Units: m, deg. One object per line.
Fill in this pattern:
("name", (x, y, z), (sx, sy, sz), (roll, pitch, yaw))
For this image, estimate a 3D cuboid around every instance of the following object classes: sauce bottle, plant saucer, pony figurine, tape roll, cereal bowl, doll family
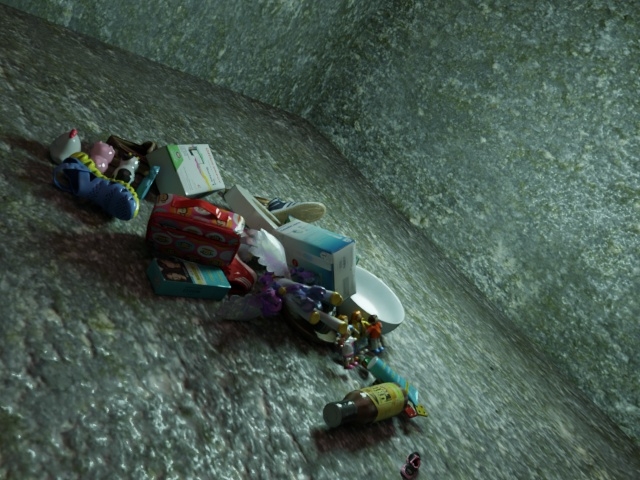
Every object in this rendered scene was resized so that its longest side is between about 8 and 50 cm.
("sauce bottle", (0.141, 0.507, 1.621), (0.345, 0.111, 0.111), (7, 36, -52))
("plant saucer", (-0.032, 0.277, 1.921), (0.278, 0.041, 0.277), (30, 23, -14))
("pony figurine", (-0.116, 0.162, 1.692), (0.364, 0.302, 0.351), (21, -5, 35))
("tape roll", (-0.224, -0.070, 2.118), (0.392, 0.072, 0.392), (45, 2, -2))
("cereal bowl", (0.162, 0.254, 2.120), (0.339, 0.141, 0.339), (31, 22, -14))
("doll family", (0.111, 0.335, 1.861), (0.263, 0.119, 0.163), (-15, 98, -50))

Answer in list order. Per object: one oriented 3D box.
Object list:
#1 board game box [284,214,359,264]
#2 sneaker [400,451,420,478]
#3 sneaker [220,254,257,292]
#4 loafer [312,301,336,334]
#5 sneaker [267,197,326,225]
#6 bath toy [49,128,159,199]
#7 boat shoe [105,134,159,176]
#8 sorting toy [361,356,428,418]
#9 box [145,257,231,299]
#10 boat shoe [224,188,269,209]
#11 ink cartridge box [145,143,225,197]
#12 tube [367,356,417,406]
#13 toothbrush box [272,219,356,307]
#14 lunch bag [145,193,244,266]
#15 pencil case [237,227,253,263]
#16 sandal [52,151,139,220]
("board game box", (0.000, 0.000, 2.213), (0.318, 0.046, 0.213), (27, 8, -11))
("sneaker", (0.284, 0.664, 1.589), (0.047, 0.057, 0.119), (40, 21, 13))
("sneaker", (-0.322, 0.092, 1.802), (0.221, 0.087, 0.128), (35, 21, -1))
("loafer", (0.025, 0.250, 1.891), (0.084, 0.096, 0.267), (36, 19, -19))
("sneaker", (-0.124, -0.140, 2.399), (0.283, 0.099, 0.153), (-11, 27, -5))
("bath toy", (-0.752, -0.279, 1.853), (0.349, 0.129, 0.151), (24, 25, -26))
("boat shoe", (-0.673, -0.327, 2.068), (0.342, 0.123, 0.123), (16, 29, -40))
("sorting toy", (0.255, 0.520, 1.848), (0.132, 0.046, 0.274), (5, 37, -52))
("box", (-0.407, 0.122, 1.647), (0.244, 0.060, 0.100), (12, 32, -46))
("boat shoe", (-0.330, -0.170, 2.328), (0.207, 0.073, 0.073), (19, 18, 8))
("ink cartridge box", (-0.522, -0.266, 2.078), (0.201, 0.117, 0.278), (69, 24, -3))
("tube", (0.253, 0.480, 1.809), (0.207, 0.052, 0.080), (39, 32, -8))
("toothbrush box", (-0.023, 0.074, 1.876), (0.296, 0.216, 0.126), (22, 36, 40))
("lunch bag", (-0.390, -0.038, 1.671), (0.293, 0.258, 0.120), (16, 54, -15))
("pencil case", (-0.362, -0.013, 1.920), (0.273, 0.124, 0.114), (25, -19, -28))
("sandal", (-0.723, -0.160, 1.685), (0.318, 0.126, 0.138), (31, 24, 9))
